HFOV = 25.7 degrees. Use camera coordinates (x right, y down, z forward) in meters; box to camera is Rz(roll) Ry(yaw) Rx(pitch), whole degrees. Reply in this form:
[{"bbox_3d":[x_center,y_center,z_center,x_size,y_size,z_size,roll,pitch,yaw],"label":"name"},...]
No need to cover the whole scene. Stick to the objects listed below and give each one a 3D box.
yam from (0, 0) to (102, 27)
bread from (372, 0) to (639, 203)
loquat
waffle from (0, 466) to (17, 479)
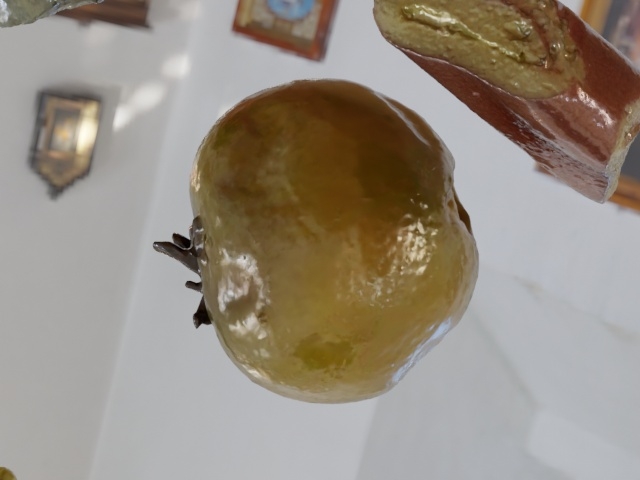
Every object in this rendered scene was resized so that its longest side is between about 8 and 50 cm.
[{"bbox_3d":[-0.217,-0.252,0.973,0.107,0.194,0.107,-14,-158,6],"label":"yam"},{"bbox_3d":[0.127,-0.086,0.767,0.192,0.067,0.119,35,175,-25],"label":"bread"},{"bbox_3d":[0.002,0.005,0.929,0.213,0.213,0.213,14,-167,-3],"label":"loquat"},{"bbox_3d":[-0.372,0.255,1.233,0.307,0.312,0.060,21,-147,13],"label":"waffle"}]
